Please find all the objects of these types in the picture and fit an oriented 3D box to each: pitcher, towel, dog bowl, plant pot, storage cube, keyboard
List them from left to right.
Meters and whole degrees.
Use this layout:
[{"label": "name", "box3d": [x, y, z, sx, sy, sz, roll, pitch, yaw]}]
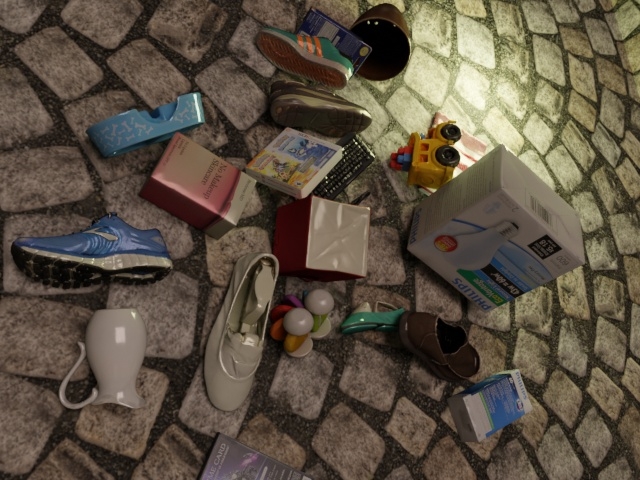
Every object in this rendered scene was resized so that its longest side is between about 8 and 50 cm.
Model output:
[{"label": "pitcher", "box3d": [-0.458, 0.249, 1.242, 0.178, 0.125, 0.207, -1, 85, -16]}, {"label": "dog bowl", "box3d": [-0.411, -0.277, 1.421, 0.297, 0.166, 0.074, -27, 101, -35]}, {"label": "storage cube", "box3d": [0.000, 0.000, 1.536, 0.183, 0.193, 0.215, 11, 79, -28]}, {"label": "keyboard", "box3d": [0.059, -0.166, 1.728, 0.317, 0.033, 0.201, -45, 104, -28]}, {"label": "plant pot", "box3d": [0.199, -0.675, 1.914, 0.215, 0.215, 0.230, 34, 45, -18]}, {"label": "towel", "box3d": [0.458, -0.260, 2.017, 0.237, 0.037, 0.329, 28, 61, -20]}]

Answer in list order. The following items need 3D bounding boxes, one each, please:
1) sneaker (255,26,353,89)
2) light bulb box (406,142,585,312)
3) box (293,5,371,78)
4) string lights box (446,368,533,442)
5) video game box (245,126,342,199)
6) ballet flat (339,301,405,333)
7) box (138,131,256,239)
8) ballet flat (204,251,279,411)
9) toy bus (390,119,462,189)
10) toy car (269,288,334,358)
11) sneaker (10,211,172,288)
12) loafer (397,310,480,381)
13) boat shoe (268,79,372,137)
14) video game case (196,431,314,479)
[{"label": "sneaker", "box3d": [-0.043, -0.562, 1.758, 0.302, 0.108, 0.121, 26, 53, -6]}, {"label": "light bulb box", "box3d": [0.515, -0.025, 1.748, 0.358, 0.361, 0.225, 38, 42, -16]}, {"label": "box", "box3d": [0.031, -0.601, 1.812, 0.225, 0.136, 0.036, 26, 34, -21]}, {"label": "string lights box", "box3d": [0.514, 0.494, 1.768, 0.259, 0.077, 0.133, -13, 82, -34]}, {"label": "video game box", "box3d": [-0.071, -0.215, 1.609, 0.187, 0.048, 0.205, 22, 53, 25]}, {"label": "ballet flat", "box3d": [0.144, 0.214, 1.640, 0.247, 0.083, 0.087, 5, 63, -35]}, {"label": "box", "box3d": [-0.302, -0.131, 1.452, 0.232, 0.127, 0.148, 31, 60, -19]}, {"label": "ballet flat", "box3d": [-0.181, 0.202, 1.411, 0.139, 0.139, 0.400, 22, 64, -24]}, {"label": "toy bus", "box3d": [0.334, -0.278, 1.881, 0.211, 0.149, 0.220, 9, 63, 5]}, {"label": "toy car", "box3d": [-0.055, 0.197, 1.499, 0.136, 0.159, 0.182, 31, 52, 24]}, {"label": "sneaker", "box3d": [-0.501, 0.017, 1.300, 0.330, 0.130, 0.147, 4, 58, -34]}, {"label": "loafer", "box3d": [0.367, 0.311, 1.674, 0.366, 0.130, 0.134, 33, 58, -38]}, {"label": "boat shoe", "box3d": [0.007, -0.403, 1.731, 0.355, 0.132, 0.130, 5, 61, -39]}, {"label": "video game case", "box3d": [-0.160, 0.592, 1.355, 0.274, 0.026, 0.196, 32, 60, -17]}]
